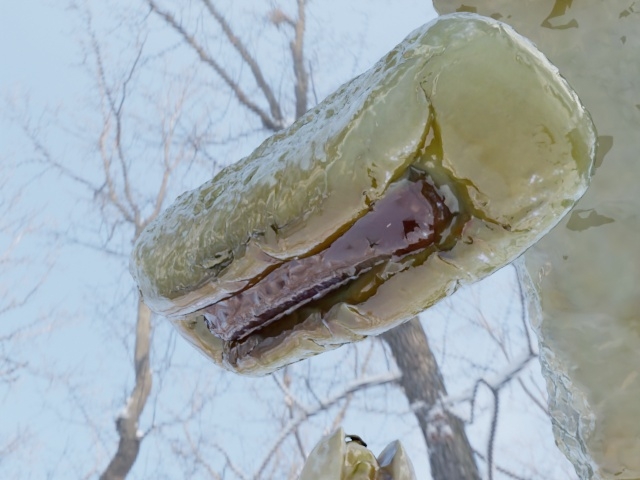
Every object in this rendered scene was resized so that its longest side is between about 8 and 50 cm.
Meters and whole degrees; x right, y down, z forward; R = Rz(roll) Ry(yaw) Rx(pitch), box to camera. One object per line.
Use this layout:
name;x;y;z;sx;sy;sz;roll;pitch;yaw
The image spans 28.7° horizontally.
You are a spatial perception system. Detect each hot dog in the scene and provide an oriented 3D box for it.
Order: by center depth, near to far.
hot dog;0.000;0.000;0.492;0.084;0.073;0.242;42;-39;-18

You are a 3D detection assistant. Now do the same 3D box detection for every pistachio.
pistachio;0.032;0.317;1.336;0.157;0.157;0.229;12;-94;-8

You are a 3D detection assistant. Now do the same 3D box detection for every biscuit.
biscuit;0.313;-0.036;0.882;0.446;0.104;0.429;-8;-83;13
